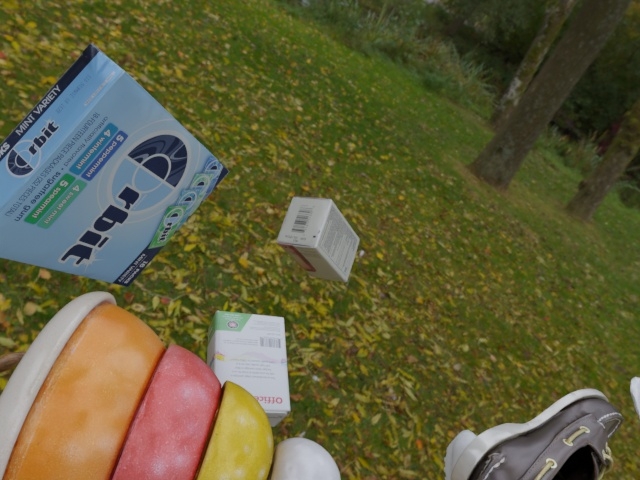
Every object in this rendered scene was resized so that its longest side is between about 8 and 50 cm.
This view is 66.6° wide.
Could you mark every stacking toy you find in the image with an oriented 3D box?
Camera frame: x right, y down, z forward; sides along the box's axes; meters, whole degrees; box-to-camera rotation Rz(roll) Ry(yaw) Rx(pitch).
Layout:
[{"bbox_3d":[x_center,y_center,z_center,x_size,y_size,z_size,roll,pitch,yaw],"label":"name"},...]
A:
[{"bbox_3d":[-0.192,0.302,0.720,0.480,0.351,0.351,18,33,-7],"label":"stacking toy"}]

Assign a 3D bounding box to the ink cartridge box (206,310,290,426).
[{"bbox_3d":[-0.153,0.265,1.008,0.154,0.093,0.212,10,48,-22],"label":"ink cartridge box"}]

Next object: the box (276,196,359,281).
[{"bbox_3d":[0.000,0.000,1.365,0.232,0.127,0.149,50,53,-53],"label":"box"}]

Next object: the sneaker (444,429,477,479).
[{"bbox_3d":[0.276,0.433,0.818,0.090,0.095,0.235,-19,100,-27],"label":"sneaker"}]

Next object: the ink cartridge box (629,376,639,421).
[{"bbox_3d":[0.116,0.144,0.139,0.104,0.061,0.181,22,52,-24],"label":"ink cartridge box"}]

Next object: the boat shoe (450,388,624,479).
[{"bbox_3d":[0.316,0.284,0.641,0.324,0.117,0.096,-2,25,-34],"label":"boat shoe"}]

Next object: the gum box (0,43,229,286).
[{"bbox_3d":[-0.173,-0.043,0.406,0.041,0.157,0.184,39,-3,17],"label":"gum box"}]

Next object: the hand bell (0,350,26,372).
[{"bbox_3d":[-0.775,0.300,1.086,0.126,0.126,0.242,43,25,15],"label":"hand bell"}]
